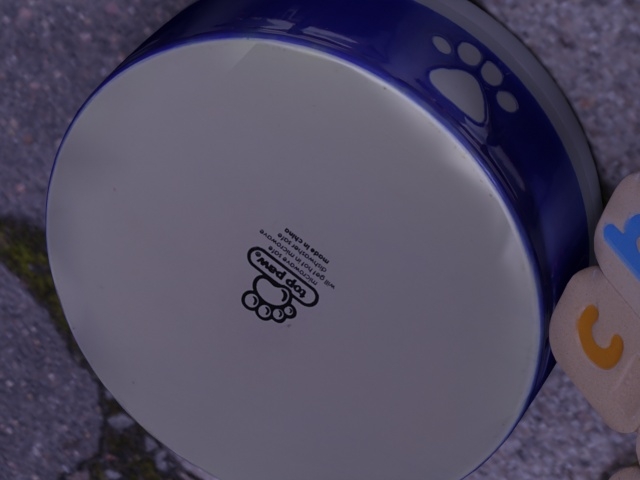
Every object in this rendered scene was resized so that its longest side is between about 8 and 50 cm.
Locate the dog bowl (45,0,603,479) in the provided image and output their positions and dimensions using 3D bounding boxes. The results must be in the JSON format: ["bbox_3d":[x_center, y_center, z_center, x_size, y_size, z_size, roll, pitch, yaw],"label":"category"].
[{"bbox_3d":[0.000,0.000,0.959,0.264,0.104,0.265,11,121,19],"label":"dog bowl"}]

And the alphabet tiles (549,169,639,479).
[{"bbox_3d":[0.199,0.077,0.759,0.278,0.021,0.284,53,139,33],"label":"alphabet tiles"}]
